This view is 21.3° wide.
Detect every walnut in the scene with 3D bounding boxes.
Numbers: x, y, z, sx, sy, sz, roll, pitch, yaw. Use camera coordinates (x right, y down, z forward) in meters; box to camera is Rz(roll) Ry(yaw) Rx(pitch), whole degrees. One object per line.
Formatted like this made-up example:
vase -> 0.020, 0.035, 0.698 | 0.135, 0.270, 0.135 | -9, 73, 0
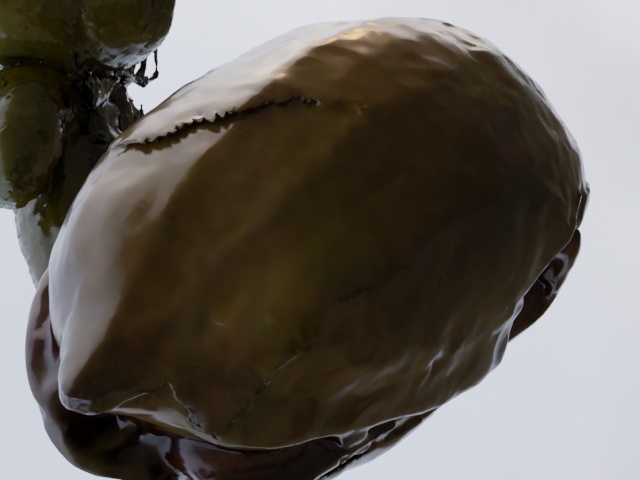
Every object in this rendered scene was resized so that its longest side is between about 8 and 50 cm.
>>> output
walnut -> 0.000, 0.000, 0.527 | 0.245, 0.137, 0.137 | -23, -79, -47

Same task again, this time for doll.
doll -> -0.090, -0.050, 0.672 | 0.137, 0.097, 0.210 | -12, -95, -72
